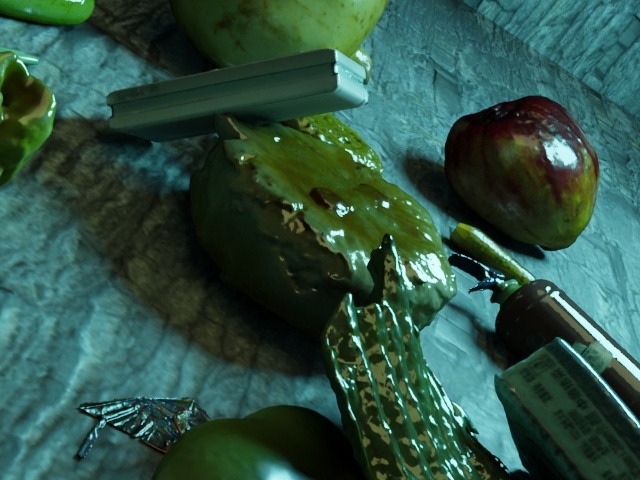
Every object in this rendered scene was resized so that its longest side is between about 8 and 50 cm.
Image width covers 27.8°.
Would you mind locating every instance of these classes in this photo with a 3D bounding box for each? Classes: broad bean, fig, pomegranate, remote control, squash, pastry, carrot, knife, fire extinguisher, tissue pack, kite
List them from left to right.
[{"bbox_3d":[-0.405,-0.225,1.452,0.207,0.014,0.030,9,35,-46],"label":"knife"},{"bbox_3d":[-0.360,-0.306,1.610,0.066,0.066,0.201,46,25,25],"label":"squash"},{"bbox_3d":[-0.116,0.172,1.072,0.183,0.010,0.160,31,23,-11],"label":"kite"},{"bbox_3d":[-0.094,-0.162,1.455,0.103,0.277,0.055,12,71,-69],"label":"remote control"},{"bbox_3d":[-0.026,0.231,0.938,0.238,0.119,0.291,38,25,-22],"label":"broad bean"},{"bbox_3d":[-0.041,-0.357,1.858,0.342,0.342,0.342,29,23,-14],"label":"pomegranate"},{"bbox_3d":[-0.016,-0.108,1.627,0.189,0.103,0.189,33,13,-9],"label":"pastry"},{"bbox_3d":[0.000,0.000,1.410,0.330,0.136,0.329,28,24,-13],"label":"pastry"},{"bbox_3d":[0.258,0.035,1.837,0.171,0.042,0.042,39,22,4],"label":"carrot"},{"bbox_3d":[0.318,-0.111,1.998,0.263,0.224,0.224,35,22,-2],"label":"fig"},{"bbox_3d":[0.294,0.132,1.609,0.344,0.102,0.138,45,26,24],"label":"fire extinguisher"},{"bbox_3d":[0.300,0.266,1.237,0.315,0.103,0.228,54,-7,37],"label":"tissue pack"}]

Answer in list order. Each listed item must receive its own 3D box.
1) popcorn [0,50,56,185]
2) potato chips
[{"bbox_3d":[-0.379,-0.124,1.100,0.286,0.174,0.225,38,35,-20],"label":"popcorn"},{"bbox_3d":[0.130,0.187,1.131,0.389,0.097,0.373,54,13,-6],"label":"potato chips"}]
